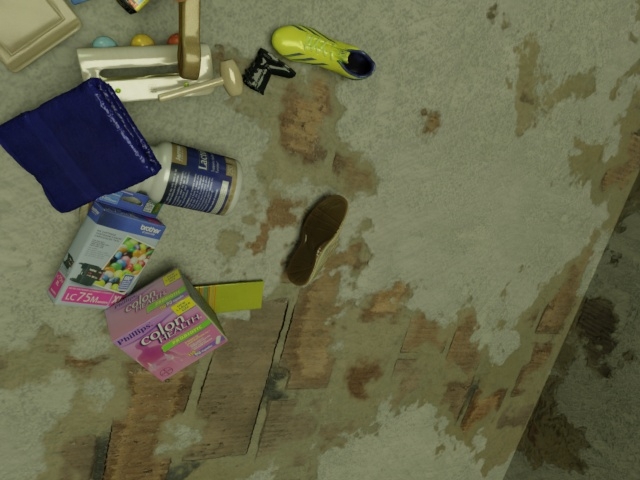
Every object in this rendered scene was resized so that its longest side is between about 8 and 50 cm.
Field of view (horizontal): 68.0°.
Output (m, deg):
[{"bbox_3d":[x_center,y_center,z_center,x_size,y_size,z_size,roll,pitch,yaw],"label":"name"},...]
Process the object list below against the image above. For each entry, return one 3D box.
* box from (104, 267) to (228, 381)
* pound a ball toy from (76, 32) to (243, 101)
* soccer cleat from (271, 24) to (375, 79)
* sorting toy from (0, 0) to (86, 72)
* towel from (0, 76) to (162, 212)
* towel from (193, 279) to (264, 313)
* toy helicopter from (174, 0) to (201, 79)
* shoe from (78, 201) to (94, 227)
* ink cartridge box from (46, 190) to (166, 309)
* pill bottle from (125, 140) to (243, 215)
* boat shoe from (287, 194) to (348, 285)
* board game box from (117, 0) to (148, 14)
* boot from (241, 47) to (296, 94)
[{"bbox_3d":[-0.405,0.231,1.276,0.214,0.117,0.243,-31,137,-8],"label":"box"},{"bbox_3d":[-0.353,-0.383,1.045,0.319,0.208,0.135,-13,115,-21],"label":"pound a ball toy"},{"bbox_3d":[0.017,-0.493,1.238,0.289,0.121,0.093,8,106,-29],"label":"soccer cleat"},{"bbox_3d":[-0.625,-0.473,0.965,0.348,0.047,0.196,-37,118,-4],"label":"sorting toy"},{"bbox_3d":[-0.515,-0.198,1.022,0.308,0.076,0.227,-15,121,24],"label":"towel"},{"bbox_3d":[-0.287,0.170,1.417,0.237,0.021,0.102,-3,117,-27],"label":"towel"},{"bbox_3d":[-0.236,-0.482,0.880,0.140,0.235,0.355,-5,112,-27],"label":"toy helicopter"},{"bbox_3d":[-0.549,-0.072,1.168,0.077,0.058,0.219,-9,119,-46],"label":"shoe"},{"bbox_3d":[-0.514,0.024,1.179,0.186,0.065,0.311,22,98,-56],"label":"ink cartridge box"},{"bbox_3d":[-0.340,-0.157,1.175,0.265,0.153,0.153,10,105,-30],"label":"pill bottle"},{"bbox_3d":[0.000,0.000,1.453,0.302,0.109,0.098,-64,162,8],"label":"boat shoe"},{"bbox_3d":[-0.357,-0.560,1.011,0.170,0.141,0.048,-47,123,-4],"label":"board game box"},{"bbox_3d":[-0.135,-0.426,1.234,0.121,0.045,0.099,27,94,-25],"label":"boot"}]
